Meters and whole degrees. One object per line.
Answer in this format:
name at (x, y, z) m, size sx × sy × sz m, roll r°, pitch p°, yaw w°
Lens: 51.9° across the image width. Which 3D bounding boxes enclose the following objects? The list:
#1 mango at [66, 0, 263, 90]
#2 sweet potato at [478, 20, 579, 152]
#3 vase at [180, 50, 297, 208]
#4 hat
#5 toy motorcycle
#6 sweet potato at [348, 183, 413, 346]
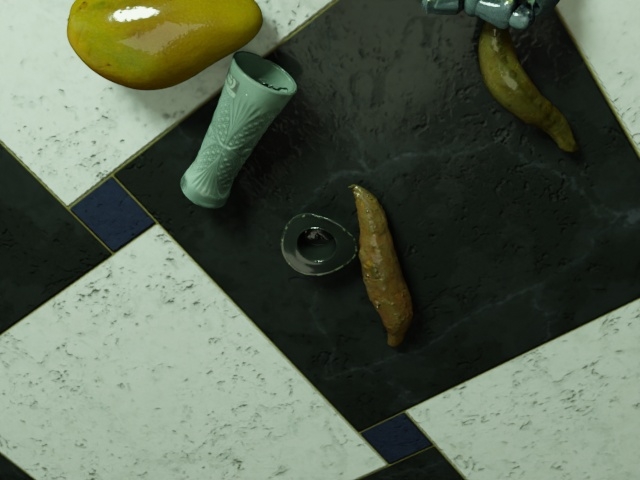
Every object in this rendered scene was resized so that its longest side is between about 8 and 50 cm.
mango at (-0.200, -0.269, 0.853) m, size 0.254 × 0.113 × 0.138 m, roll -7°, pitch 105°, yaw 2°
sweet potato at (0.270, -0.196, 0.882) m, size 0.069 × 0.059 × 0.249 m, roll -48°, pitch 111°, yaw -13°
vase at (-0.125, -0.147, 0.930) m, size 0.096 × 0.096 × 0.219 m, roll 28°, pitch 121°, yaw -10°
hat at (0.000, 0.000, 1.023) m, size 0.121 × 0.050 × 0.121 m, roll 5°, pitch 121°, yaw 9°
toy motorcycle at (0.218, -0.305, 0.794) m, size 0.194 × 0.124 × 0.061 m, roll -4°, pitch 156°, yaw 3°
sweet potato at (0.095, 0.053, 1.035) m, size 0.066 × 0.072 × 0.314 m, roll -1°, pitch 124°, yaw 31°
